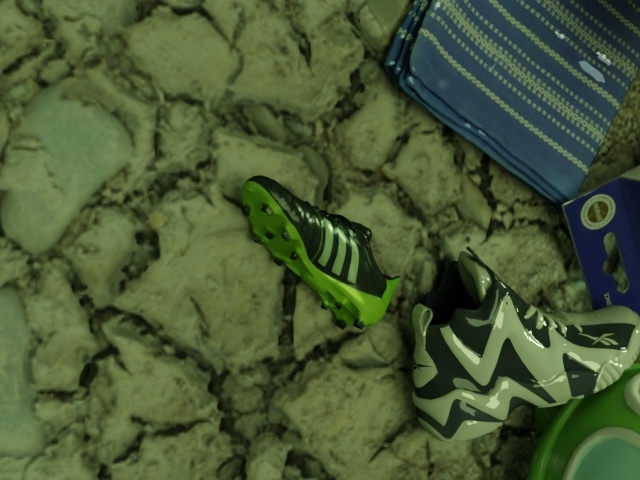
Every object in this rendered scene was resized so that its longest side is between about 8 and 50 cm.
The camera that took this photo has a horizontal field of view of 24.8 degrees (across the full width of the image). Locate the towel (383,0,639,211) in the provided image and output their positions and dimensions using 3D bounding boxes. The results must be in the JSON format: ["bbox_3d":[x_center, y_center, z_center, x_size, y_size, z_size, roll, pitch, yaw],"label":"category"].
[{"bbox_3d":[0.217,-0.223,1.326,0.243,0.040,0.336,34,76,-27],"label":"towel"}]

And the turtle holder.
[{"bbox_3d":[0.303,0.271,1.295,0.243,0.227,0.320,35,76,-27],"label":"turtle holder"}]

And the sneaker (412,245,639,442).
[{"bbox_3d":[0.178,0.066,1.286,0.235,0.094,0.153,-19,110,-14],"label":"sneaker"}]

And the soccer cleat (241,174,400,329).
[{"bbox_3d":[0.000,0.000,1.212,0.179,0.060,0.072,49,61,-29],"label":"soccer cleat"}]

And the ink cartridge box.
[{"bbox_3d":[0.417,-0.035,1.354,0.371,0.069,0.175,-25,120,-4],"label":"ink cartridge box"}]
